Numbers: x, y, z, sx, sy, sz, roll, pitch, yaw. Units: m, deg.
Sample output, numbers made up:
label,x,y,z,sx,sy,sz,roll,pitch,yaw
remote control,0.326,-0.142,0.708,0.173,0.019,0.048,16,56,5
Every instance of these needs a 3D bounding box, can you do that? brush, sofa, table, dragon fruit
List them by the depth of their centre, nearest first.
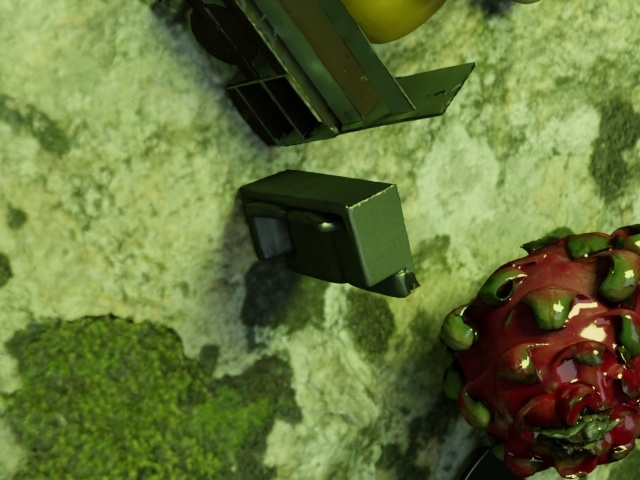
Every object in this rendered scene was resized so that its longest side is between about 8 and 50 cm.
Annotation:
label,x,y,z,sx,sy,sz,roll,pitch,yaw
table,-0.005,-0.145,0.826,0.146,0.175,0.062,52,56,-28
sofa,0.000,0.000,0.862,0.060,0.147,0.085,-26,111,-29
dragon fruit,0.224,0.082,0.986,0.272,0.198,0.218,-26,138,-24
brush,0.188,0.264,1.108,0.193,0.016,0.063,46,75,-29

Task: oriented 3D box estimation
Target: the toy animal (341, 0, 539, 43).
label,x,y,z,sx,sy,sz,roll,pitch,yaw
toy animal,0.122,-0.265,0.828,0.345,0.247,0.278,17,92,-33
